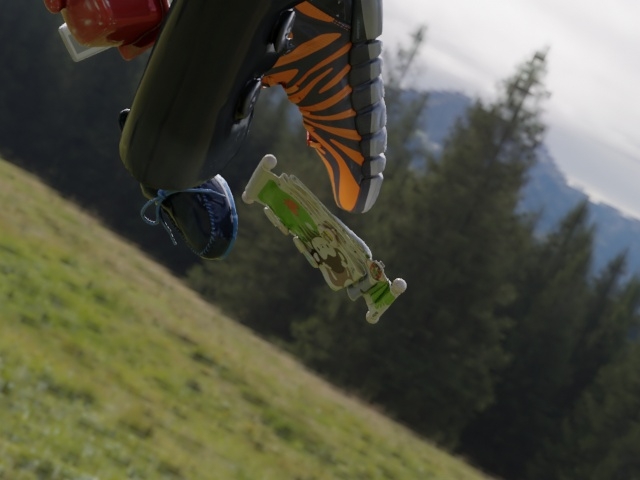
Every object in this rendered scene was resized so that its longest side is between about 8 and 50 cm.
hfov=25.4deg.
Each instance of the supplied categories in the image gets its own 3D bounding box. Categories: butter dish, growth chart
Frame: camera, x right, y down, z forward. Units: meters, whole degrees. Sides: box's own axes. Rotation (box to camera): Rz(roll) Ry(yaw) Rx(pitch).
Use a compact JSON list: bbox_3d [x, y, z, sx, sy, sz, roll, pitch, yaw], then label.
[{"bbox_3d":[-0.252,-0.280,1.581,0.118,0.160,0.160,-20,2,-30],"label":"butter dish"},{"bbox_3d":[0.000,0.000,1.622,0.237,0.021,0.172,44,-21,11],"label":"growth chart"}]

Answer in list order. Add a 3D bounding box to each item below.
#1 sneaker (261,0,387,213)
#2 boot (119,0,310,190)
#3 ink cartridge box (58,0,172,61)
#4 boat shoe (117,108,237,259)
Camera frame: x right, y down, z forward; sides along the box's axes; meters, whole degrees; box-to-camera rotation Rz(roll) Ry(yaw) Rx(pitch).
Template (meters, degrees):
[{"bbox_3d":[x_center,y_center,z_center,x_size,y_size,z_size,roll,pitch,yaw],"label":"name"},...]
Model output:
[{"bbox_3d":[-0.023,-0.171,1.586,0.180,0.321,0.125,-7,30,-5],"label":"sneaker"},{"bbox_3d":[-0.083,-0.226,1.199,0.146,0.445,0.367,36,35,4],"label":"boot"},{"bbox_3d":[-0.257,-0.402,2.304,0.261,0.296,0.066,-82,149,-69],"label":"ink cartridge box"},{"bbox_3d":[-0.188,-0.067,1.751,0.089,0.109,0.258,10,29,-39],"label":"boat shoe"}]
